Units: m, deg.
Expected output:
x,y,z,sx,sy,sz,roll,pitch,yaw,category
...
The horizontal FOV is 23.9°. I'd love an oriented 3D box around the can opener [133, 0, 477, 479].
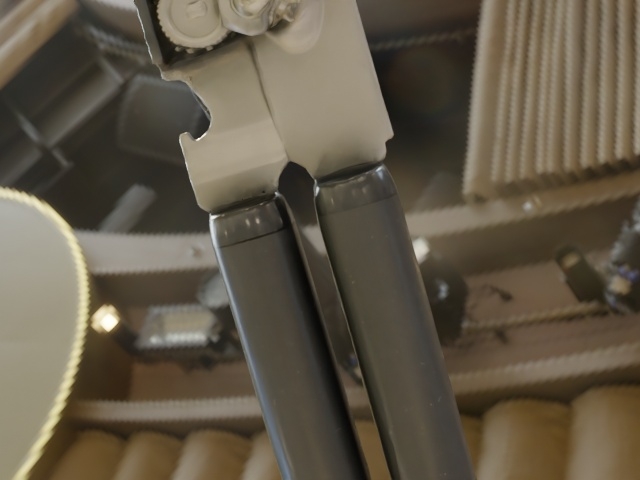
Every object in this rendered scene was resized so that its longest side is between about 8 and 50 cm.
x,y,z,sx,sy,sz,roll,pitch,yaw,category
0.000,0.000,0.547,0.074,0.280,0.093,-16,179,4,can opener
